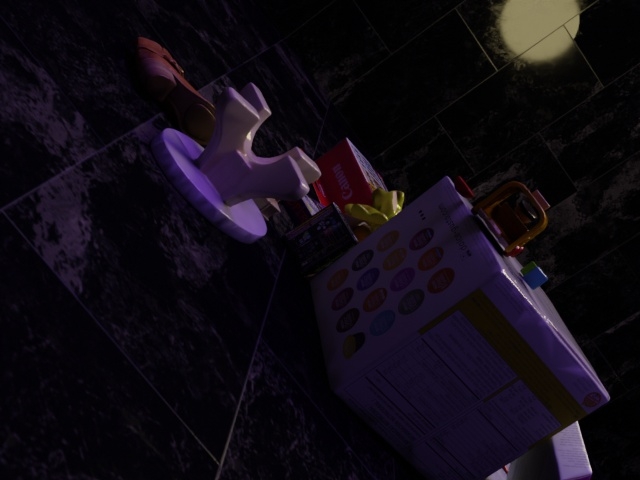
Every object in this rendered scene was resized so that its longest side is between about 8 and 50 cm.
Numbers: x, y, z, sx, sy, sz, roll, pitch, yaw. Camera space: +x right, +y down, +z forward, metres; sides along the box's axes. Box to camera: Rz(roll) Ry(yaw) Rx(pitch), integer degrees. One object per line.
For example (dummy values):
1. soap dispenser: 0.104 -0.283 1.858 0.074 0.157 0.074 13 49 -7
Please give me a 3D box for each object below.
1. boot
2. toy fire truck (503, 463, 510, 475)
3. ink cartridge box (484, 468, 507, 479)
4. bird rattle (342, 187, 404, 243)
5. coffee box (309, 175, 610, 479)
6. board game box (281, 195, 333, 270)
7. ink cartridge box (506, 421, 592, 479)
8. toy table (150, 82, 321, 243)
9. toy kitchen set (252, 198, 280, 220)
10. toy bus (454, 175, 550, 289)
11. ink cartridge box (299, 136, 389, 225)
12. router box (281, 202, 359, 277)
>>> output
1. boot: -0.248 -0.266 1.453 0.197 0.073 0.152 47 10 -43
2. toy fire truck: 0.443 0.453 2.018 0.254 0.169 0.302 13 40 -45
3. ink cartridge box: 0.350 0.506 1.733 0.223 0.045 0.224 53 12 -11
4. bird rattle: 0.132 0.010 1.918 0.207 0.143 0.253 0 -69 54
5. coffee box: 0.223 0.167 1.452 0.338 0.334 0.337 46 15 -26
6. board game box: 0.051 0.059 1.790 0.346 0.056 0.208 59 8 19
7. ink cartridge box: 0.405 0.455 1.476 0.330 0.071 0.324 -87 179 -53
8. toy table: -0.125 -0.124 1.330 0.252 0.161 0.274 61 14 26
9. toy kitchen set: -0.103 -0.099 1.560 0.075 0.068 0.083 44 16 -42
10. toy bus: 0.325 -0.039 1.374 0.191 0.104 0.202 43 16 -33
11. ink cartridge box: 0.095 -0.121 2.237 0.272 0.130 0.309 43 17 -40
12. router box: 0.000 0.000 1.563 0.092 0.122 0.038 61 9 24
